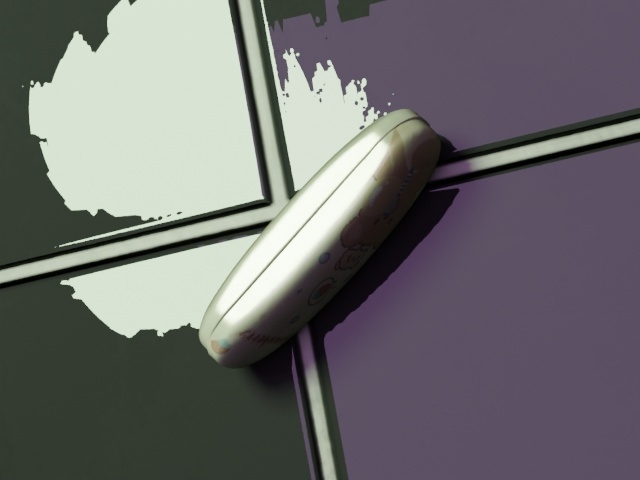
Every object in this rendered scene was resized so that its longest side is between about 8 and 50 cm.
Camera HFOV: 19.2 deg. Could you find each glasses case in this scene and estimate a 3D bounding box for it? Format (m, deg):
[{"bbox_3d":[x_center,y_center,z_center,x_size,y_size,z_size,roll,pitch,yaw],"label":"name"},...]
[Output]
[{"bbox_3d":[0.000,0.000,1.213,0.051,0.081,0.204,43,96,19],"label":"glasses case"}]
